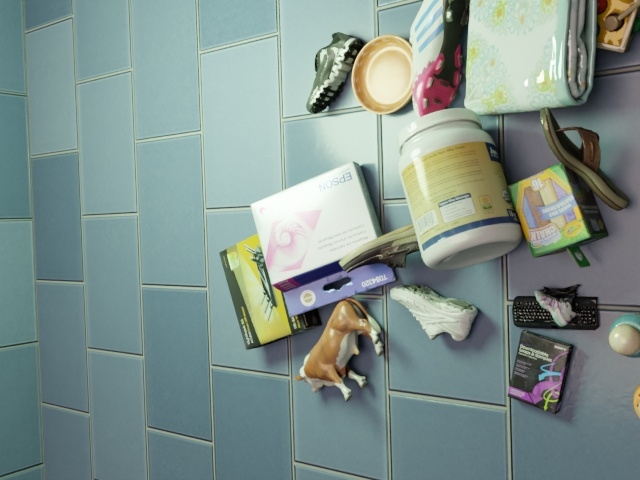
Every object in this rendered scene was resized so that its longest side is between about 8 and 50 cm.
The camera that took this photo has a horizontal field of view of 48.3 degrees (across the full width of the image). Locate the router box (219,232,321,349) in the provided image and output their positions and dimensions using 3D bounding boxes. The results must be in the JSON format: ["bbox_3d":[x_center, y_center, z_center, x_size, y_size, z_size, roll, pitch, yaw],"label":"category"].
[{"bbox_3d":[-0.150,0.136,2.065,0.243,0.081,0.308,-25,77,36],"label":"router box"}]

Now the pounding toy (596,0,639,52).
[{"bbox_3d":[0.592,-0.451,1.434,0.141,0.100,0.130,20,114,25],"label":"pounding toy"}]

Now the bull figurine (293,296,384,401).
[{"bbox_3d":[0.051,0.307,1.908,0.188,0.101,0.310,34,113,30],"label":"bull figurine"}]

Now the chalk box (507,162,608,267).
[{"bbox_3d":[0.512,-0.040,1.515,0.132,0.132,0.212,-23,77,36],"label":"chalk box"}]

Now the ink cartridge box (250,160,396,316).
[{"bbox_3d":[0.000,0.000,1.894,0.324,0.071,0.330,-22,75,20],"label":"ink cartridge box"}]

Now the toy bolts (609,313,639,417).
[{"bbox_3d":[0.671,0.233,1.389,0.218,0.159,0.228,-45,66,30],"label":"toy bolts"}]

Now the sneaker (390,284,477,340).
[{"bbox_3d":[0.263,0.182,1.748,0.232,0.090,0.115,21,109,36],"label":"sneaker"}]

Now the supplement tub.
[{"bbox_3d":[0.303,-0.112,1.600,0.228,0.228,0.316,-25,70,36],"label":"supplement tub"}]

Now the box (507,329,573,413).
[{"bbox_3d":[0.495,0.295,1.610,0.116,0.029,0.162,15,100,36],"label":"box"}]

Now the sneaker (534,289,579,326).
[{"bbox_3d":[0.517,0.130,1.543,0.098,0.038,0.069,47,115,2],"label":"sneaker"}]

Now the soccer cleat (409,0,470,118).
[{"bbox_3d":[0.269,-0.450,1.708,0.143,0.116,0.331,24,106,51],"label":"soccer cleat"}]

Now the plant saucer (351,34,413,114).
[{"bbox_3d":[0.170,-0.420,1.818,0.200,0.037,0.199,2,93,37],"label":"plant saucer"}]

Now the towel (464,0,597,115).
[{"bbox_3d":[0.440,-0.460,1.514,0.321,0.090,0.374,-168,80,-64],"label":"towel"}]

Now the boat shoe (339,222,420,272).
[{"bbox_3d":[0.187,0.024,1.745,0.285,0.103,0.092,-24,85,5],"label":"boat shoe"}]

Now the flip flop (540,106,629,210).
[{"bbox_3d":[0.543,-0.174,1.446,0.277,0.112,0.080,44,122,-9],"label":"flip flop"}]

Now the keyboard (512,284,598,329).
[{"bbox_3d":[0.513,0.149,1.584,0.192,0.038,0.100,-4,90,37],"label":"keyboard"}]

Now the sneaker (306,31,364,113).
[{"bbox_3d":[0.020,-0.453,1.910,0.106,0.078,0.234,45,114,30],"label":"sneaker"}]
